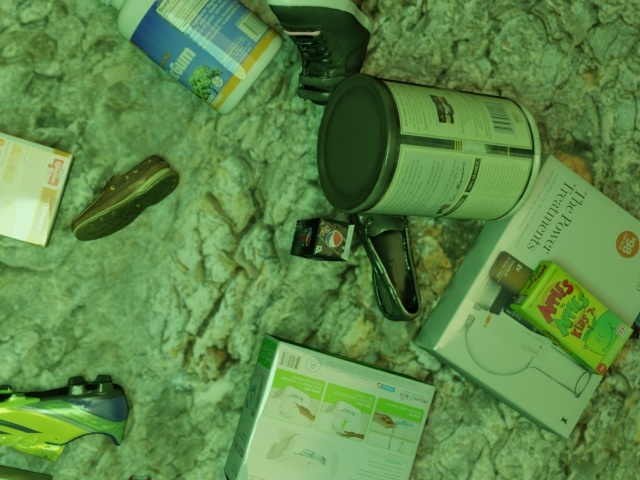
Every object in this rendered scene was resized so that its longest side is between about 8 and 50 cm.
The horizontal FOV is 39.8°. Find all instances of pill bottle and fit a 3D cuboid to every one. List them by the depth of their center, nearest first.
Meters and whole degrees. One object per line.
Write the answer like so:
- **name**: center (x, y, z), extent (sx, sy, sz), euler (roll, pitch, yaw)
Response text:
- **pill bottle**: center (-0.202, -0.324, 1.306), extent (0.272, 0.152, 0.152), euler (37, 81, -10)

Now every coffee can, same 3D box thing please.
- **coffee can**: center (0.161, -0.133, 1.334), extent (0.275, 0.201, 0.202), euler (3, 89, -29)

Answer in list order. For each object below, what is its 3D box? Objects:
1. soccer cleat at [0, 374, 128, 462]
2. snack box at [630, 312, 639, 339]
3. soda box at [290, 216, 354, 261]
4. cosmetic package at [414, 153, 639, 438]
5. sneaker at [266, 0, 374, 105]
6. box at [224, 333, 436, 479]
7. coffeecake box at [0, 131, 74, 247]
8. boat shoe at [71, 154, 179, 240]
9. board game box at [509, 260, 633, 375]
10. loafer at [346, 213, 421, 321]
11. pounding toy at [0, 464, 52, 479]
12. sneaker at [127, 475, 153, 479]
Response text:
- **soccer cleat**: center (-0.423, 0.269, 1.278), extent (0.289, 0.093, 0.121), euler (-5, 96, -13)
- **snack box**: center (0.568, 0.123, 1.493), extent (0.037, 0.141, 0.100), euler (13, 86, -13)
- **soda box**: center (0.000, 0.000, 1.342), extent (0.053, 0.169, 0.060), euler (12, 87, -13)
- **cosmetic package**: center (0.376, 0.091, 1.473), extent (0.284, 0.097, 0.377), euler (34, 82, -14)
- **sneaker**: center (-0.001, -0.278, 1.307), extent (0.104, 0.295, 0.147), euler (11, 95, 21)
- **box**: center (0.013, 0.293, 1.365), extent (0.262, 0.127, 0.231), euler (17, 86, -13)
- **coffeecake box**: center (-0.468, -0.082, 1.281), extent (0.185, 0.068, 0.142), euler (17, 85, -13)
- **boat shoe**: center (-0.300, -0.064, 1.332), extent (0.178, 0.064, 0.060), euler (-36, 67, -13)
- **board game box**: center (0.399, 0.124, 1.406), extent (0.181, 0.043, 0.092), euler (39, 81, -12)
- **loafer**: center (0.111, 0.000, 1.412), extent (0.096, 0.084, 0.268), euler (-18, 94, -13)
- **pounding toy**: center (-0.449, 0.408, 1.264), extent (0.130, 0.100, 0.141), euler (15, 86, -13)
- **sneaker**: center (-0.253, 0.404, 1.342), extent (0.118, 0.042, 0.067), euler (35, 85, -9)
